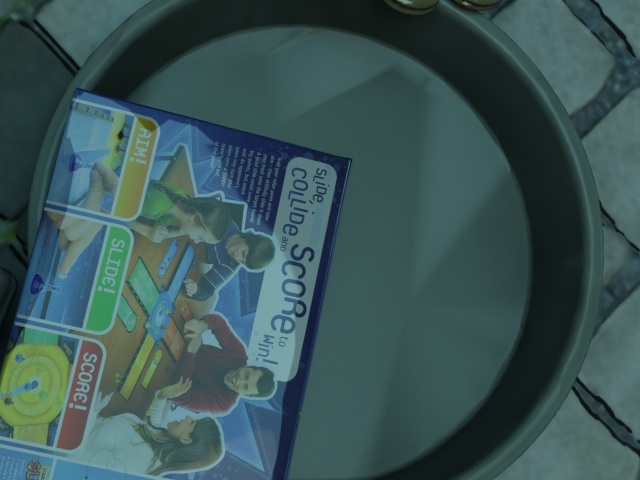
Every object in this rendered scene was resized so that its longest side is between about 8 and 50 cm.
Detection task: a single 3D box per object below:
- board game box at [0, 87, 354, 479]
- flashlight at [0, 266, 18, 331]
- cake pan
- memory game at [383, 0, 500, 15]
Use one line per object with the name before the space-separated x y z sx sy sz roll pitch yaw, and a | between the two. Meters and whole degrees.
board game box | -0.070 0.044 0.548 0.136 0.035 0.201 14 77 -9
flashlight | -0.239 0.136 0.527 0.103 0.103 0.304 14 78 36
cake pan | 0.000 0.000 0.618 0.293 0.054 0.293 2 80 -11
memory game | 0.040 -0.196 0.649 0.186 0.012 0.186 9 58 -15
